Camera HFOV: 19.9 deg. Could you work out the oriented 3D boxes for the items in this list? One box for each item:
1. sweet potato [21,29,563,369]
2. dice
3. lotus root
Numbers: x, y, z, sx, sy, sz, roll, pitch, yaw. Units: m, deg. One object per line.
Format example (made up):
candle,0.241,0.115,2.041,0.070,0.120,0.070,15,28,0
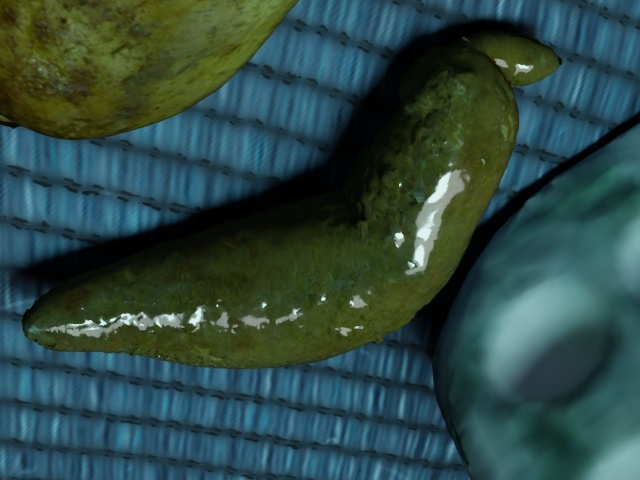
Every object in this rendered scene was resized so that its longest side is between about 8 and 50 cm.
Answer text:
sweet potato,0.003,0.001,0.961,0.310,0.098,0.124,-30,117,4
dice,0.281,0.124,1.058,0.328,0.330,0.348,-34,140,6
lotus root,-0.088,-0.119,0.755,0.145,0.128,0.260,20,142,-26
